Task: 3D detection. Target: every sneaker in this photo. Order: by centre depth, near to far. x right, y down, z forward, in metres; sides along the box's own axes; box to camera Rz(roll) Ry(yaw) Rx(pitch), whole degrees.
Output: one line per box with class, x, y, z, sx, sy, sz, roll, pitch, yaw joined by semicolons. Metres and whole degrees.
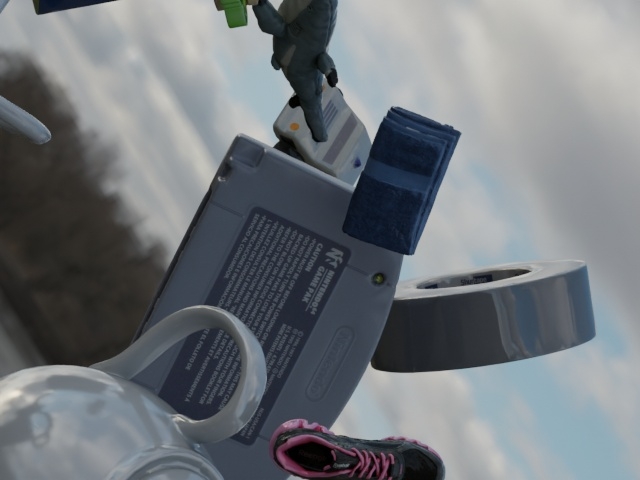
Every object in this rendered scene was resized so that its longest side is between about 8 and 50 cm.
sneaker;0.023;0.147;1.287;0.057;0.119;0.047;41;58;-85

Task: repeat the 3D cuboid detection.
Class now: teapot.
teapot;-0.140;0.201;1.293;0.187;0.252;0.256;4;-68;38

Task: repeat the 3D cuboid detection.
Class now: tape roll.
tape roll;0.151;0.070;1.871;0.219;0.219;0.072;-169;-109;-79

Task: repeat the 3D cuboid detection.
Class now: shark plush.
shark plush;-0.012;-0.146;1.600;0.067;0.073;0.161;35;-49;37

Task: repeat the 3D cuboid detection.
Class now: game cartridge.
game cartridge;-0.051;0.075;1.729;0.196;0.294;0.060;26;9;-8

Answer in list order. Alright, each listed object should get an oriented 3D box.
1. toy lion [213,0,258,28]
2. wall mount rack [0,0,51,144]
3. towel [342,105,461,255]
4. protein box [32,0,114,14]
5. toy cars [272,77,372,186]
toy lion;-0.065;-0.192;1.368;0.096;0.034;0.100;-97;177;-57
wall mount rack;-0.305;-0.195;1.260;0.350;0.130;0.304;30;-4;-9
towel;0.066;-0.049;1.633;0.067;0.119;0.029;18;19;-8
protein box;-0.157;-0.307;1.658;0.201;0.200;0.136;117;-41;-70
toy cars;0.000;0.000;2.155;0.087;0.176;0.393;23;-62;24
